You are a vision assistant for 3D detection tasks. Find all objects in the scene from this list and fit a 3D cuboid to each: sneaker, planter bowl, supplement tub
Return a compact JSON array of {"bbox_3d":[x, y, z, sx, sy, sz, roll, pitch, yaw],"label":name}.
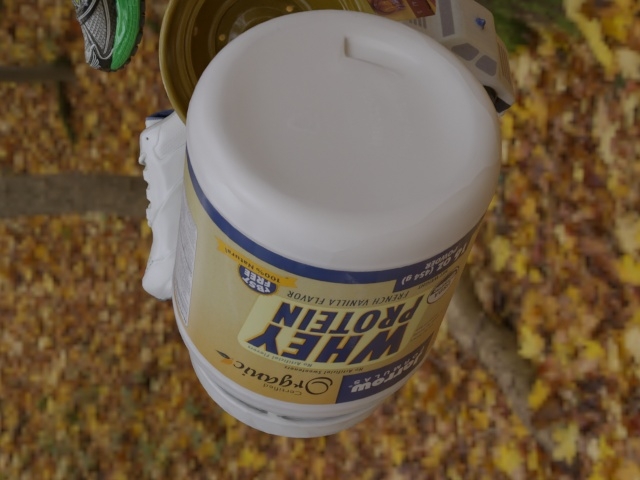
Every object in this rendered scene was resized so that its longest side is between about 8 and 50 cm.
[{"bbox_3d":[-0.137,-0.071,1.444,0.111,0.129,0.297,-66,0,-67],"label":"sneaker"},{"bbox_3d":[-0.047,-0.181,1.263,0.090,0.217,0.217,-132,45,-72],"label":"planter bowl"},{"bbox_3d":[0.000,0.000,1.067,0.316,0.228,0.228,103,160,-54],"label":"supplement tub"},{"bbox_3d":[-0.293,-0.354,1.632,0.134,0.146,0.343,-106,9,-48],"label":"sneaker"}]

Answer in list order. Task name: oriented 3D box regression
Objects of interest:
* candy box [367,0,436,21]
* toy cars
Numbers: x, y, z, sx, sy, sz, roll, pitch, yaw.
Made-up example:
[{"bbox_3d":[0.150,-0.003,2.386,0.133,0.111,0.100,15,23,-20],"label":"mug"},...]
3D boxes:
[{"bbox_3d":[0.058,-0.286,1.096,0.109,0.053,0.186,41,-133,-66],"label":"candy box"},{"bbox_3d":[0.082,-0.291,1.376,0.087,0.176,0.393,-34,95,37],"label":"toy cars"}]
